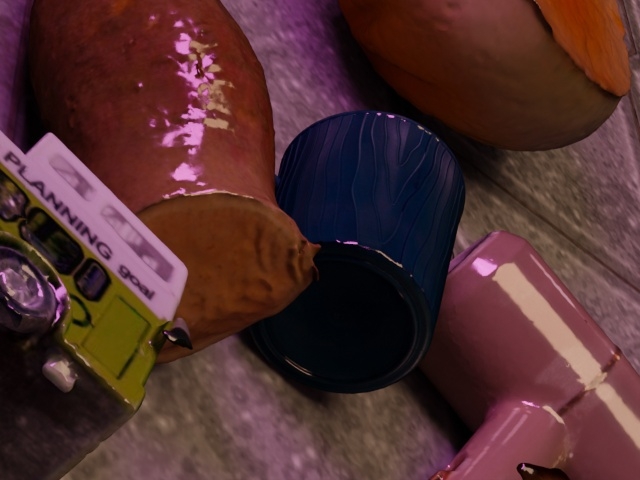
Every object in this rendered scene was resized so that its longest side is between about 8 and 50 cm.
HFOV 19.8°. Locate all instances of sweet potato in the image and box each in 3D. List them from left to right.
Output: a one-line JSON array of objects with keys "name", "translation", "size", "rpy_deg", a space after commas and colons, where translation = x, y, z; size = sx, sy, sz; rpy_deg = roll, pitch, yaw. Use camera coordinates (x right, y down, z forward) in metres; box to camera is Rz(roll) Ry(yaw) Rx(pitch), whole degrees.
[{"name": "sweet potato", "translation": [-0.096, -0.097, 0.998], "size": [0.131, 0.131, 0.337], "rpy_deg": [24, 39, -41]}]

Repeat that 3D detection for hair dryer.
[{"name": "hair dryer", "translation": [0.084, 0.132, 1.047], "size": [0.189, 0.107, 0.344], "rpy_deg": [51, 34, -1]}]

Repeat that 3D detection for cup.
[{"name": "cup", "translation": [0.004, 0.009, 1.071], "size": [0.138, 0.150, 0.113], "rpy_deg": [-74, 155, -55]}]

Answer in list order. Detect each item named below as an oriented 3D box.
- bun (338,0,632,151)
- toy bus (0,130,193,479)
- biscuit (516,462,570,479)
[{"name": "bun", "translation": [0.101, -0.197, 1.368], "size": [0.299, 0.164, 0.299], "rpy_deg": [49, 29, -38]}, {"name": "toy bus", "translation": [-0.197, -0.028, 0.800], "size": [0.302, 0.113, 0.139], "rpy_deg": [45, 25, -9]}, {"name": "biscuit", "translation": [0.158, 0.166, 0.929], "size": [0.260, 0.041, 0.203], "rpy_deg": [13, 9, -25]}]
